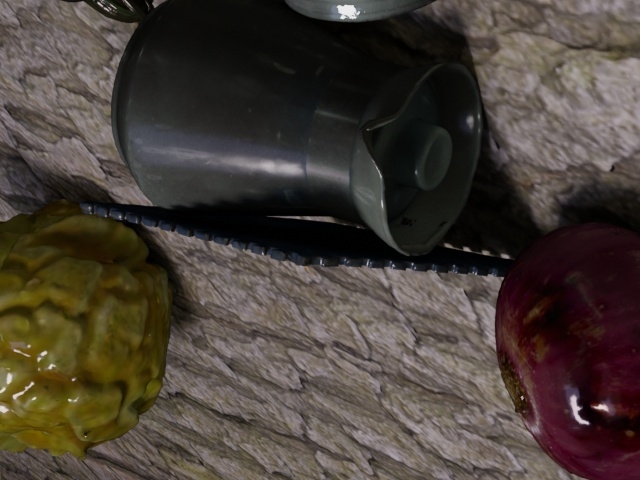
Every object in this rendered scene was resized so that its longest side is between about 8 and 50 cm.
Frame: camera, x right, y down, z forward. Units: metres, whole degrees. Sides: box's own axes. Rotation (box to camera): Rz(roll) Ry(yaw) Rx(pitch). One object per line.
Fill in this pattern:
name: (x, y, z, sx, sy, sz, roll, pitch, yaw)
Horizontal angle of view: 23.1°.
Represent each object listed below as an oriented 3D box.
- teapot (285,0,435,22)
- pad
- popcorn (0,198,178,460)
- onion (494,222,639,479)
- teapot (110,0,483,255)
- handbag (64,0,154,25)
teapot: (0.024, -0.202, 0.905, 0.111, 0.149, 0.108, -5, 125, 7)
pad: (0.000, 0.000, 1.155, 0.269, 0.012, 0.269, 4, -175, -44)
popcorn: (-0.286, 0.106, 1.673, 0.282, 0.247, 0.282, 0, 142, 0)
onion: (0.191, 0.073, 1.048, 0.177, 0.153, 0.177, 43, 167, 13)
teapot: (-0.007, -0.075, 1.087, 0.225, 0.171, 0.203, 18, 172, 30)
handbag: (-0.169, -0.203, 1.200, 0.111, 0.072, 0.047, 42, 142, -10)
